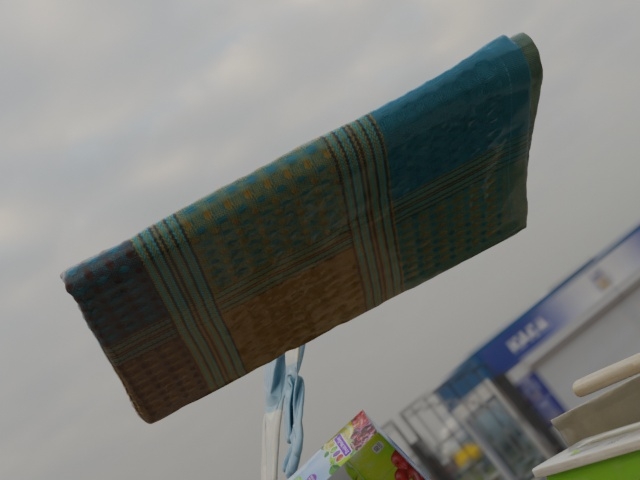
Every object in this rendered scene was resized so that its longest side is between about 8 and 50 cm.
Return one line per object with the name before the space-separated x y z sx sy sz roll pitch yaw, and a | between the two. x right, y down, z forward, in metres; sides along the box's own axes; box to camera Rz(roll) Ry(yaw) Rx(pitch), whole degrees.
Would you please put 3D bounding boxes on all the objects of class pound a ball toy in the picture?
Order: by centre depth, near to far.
pound a ball toy | 0.338 0.190 1.236 0.135 0.208 0.319 -20 -10 -29

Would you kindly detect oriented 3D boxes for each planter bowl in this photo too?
planter bowl | 0.362 0.218 1.483 0.162 0.109 0.162 -26 -12 -6

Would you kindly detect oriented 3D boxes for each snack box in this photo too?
snack box | 0.033 0.321 1.418 0.207 0.174 0.070 -44 21 1

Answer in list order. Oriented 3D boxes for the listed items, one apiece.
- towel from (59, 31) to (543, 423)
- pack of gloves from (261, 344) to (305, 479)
towel | 0.000 0.000 0.988 0.370 0.040 0.271 -27 -27 -10
pack of gloves | -0.031 0.185 1.606 0.046 0.232 0.195 5 -13 -14
